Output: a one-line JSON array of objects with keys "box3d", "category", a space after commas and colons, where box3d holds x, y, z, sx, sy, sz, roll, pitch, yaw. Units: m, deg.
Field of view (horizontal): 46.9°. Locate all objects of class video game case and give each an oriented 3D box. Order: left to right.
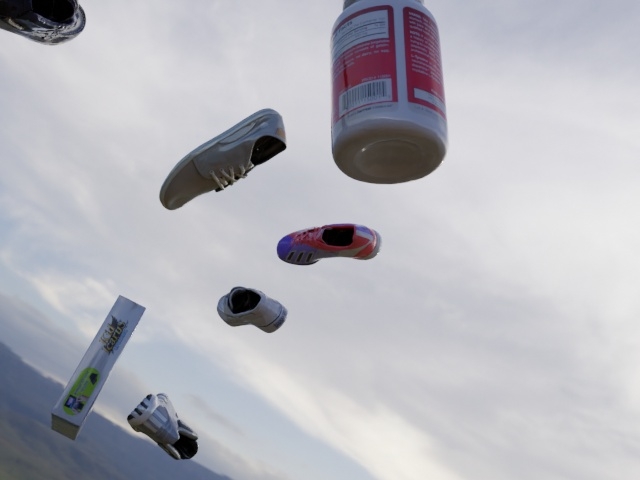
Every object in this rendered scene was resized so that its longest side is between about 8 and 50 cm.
[{"box3d": [-0.437, 0.253, 1.437, 0.061, 0.244, 0.269, 29, -27, -8], "category": "video game case"}]

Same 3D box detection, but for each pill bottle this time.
[{"box3d": [0.133, -0.338, 1.490, 0.229, 0.408, 0.229, 0, -25, 0], "category": "pill bottle"}]

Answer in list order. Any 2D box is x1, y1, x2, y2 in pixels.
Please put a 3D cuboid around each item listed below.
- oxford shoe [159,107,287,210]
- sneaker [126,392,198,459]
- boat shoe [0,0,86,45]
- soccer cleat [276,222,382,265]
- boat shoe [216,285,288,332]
[{"box3d": [-0.285, -0.223, 2.200, 0.130, 0.449, 0.169, 57, 2, 24], "category": "oxford shoe"}, {"box3d": [-0.281, 0.353, 1.359, 0.132, 0.086, 0.229, 41, -11, 4], "category": "sneaker"}, {"box3d": [-0.553, -0.467, 1.532, 0.158, 0.127, 0.340, 11, 14, 15], "category": "boat shoe"}, {"box3d": [0.000, 0.000, 1.911, 0.318, 0.109, 0.116, -3, -20, 35], "category": "soccer cleat"}, {"box3d": [-0.176, 0.146, 1.667, 0.088, 0.096, 0.267, 44, -16, -27], "category": "boat shoe"}]
